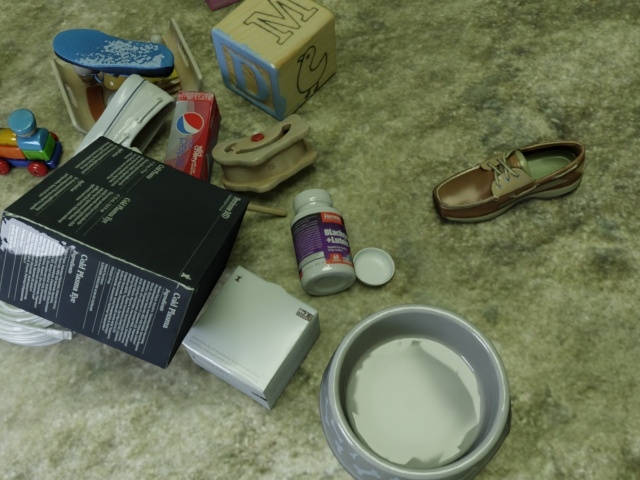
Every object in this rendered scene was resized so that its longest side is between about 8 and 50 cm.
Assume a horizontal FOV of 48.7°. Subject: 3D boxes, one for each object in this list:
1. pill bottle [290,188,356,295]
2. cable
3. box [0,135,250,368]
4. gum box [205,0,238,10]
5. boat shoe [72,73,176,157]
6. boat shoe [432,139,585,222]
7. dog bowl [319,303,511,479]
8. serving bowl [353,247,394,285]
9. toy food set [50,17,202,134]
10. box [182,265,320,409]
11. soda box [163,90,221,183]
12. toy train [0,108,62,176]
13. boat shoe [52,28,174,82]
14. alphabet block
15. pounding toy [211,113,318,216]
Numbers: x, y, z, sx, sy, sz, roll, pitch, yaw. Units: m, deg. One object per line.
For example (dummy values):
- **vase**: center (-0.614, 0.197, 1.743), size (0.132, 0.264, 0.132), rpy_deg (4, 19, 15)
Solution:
- **pill bottle**: center (0.000, 0.000, 1.385), size (0.108, 0.108, 0.193), rpy_deg (-10, 62, -3)
- **cable**: center (-0.545, 0.075, 1.368), size (0.257, 0.089, 0.257), rpy_deg (0, 69, 8)
- **box**: center (-0.331, 0.006, 1.236), size (0.312, 0.179, 0.343), rpy_deg (23, 30, -1)
- **gum box**: center (-0.206, -0.662, 1.760), size (0.188, 0.107, 0.062), rpy_deg (-25, 63, -11)
- **boat shoe**: center (-0.412, -0.165, 1.489), size (0.156, 0.136, 0.367), rpy_deg (27, 72, -1)
- **boat shoe**: center (0.385, -0.136, 1.434), size (0.324, 0.120, 0.122), rpy_deg (-17, 62, -7)
- **dog bowl**: center (0.168, 0.268, 1.235), size (0.348, 0.102, 0.349), rpy_deg (-1, 62, 2)
- **serving bowl**: center (0.102, 0.056, 1.392), size (0.083, 0.027, 0.083), rpy_deg (4, 58, -6)
- **toy food set**: center (-0.446, -0.389, 1.631), size (0.306, 0.092, 0.220), rpy_deg (-23, 62, -9)
- **box**: center (-0.121, 0.176, 1.289), size (0.181, 0.119, 0.182), rpy_deg (28, 66, 17)
- **soda box**: center (-0.276, -0.191, 1.513), size (0.083, 0.092, 0.263), rpy_deg (3, 62, 4)
- **toy train**: center (-0.702, -0.222, 1.523), size (0.248, 0.143, 0.105), rpy_deg (4, 61, 5)
- **boat shoe**: center (-0.452, -0.389, 1.551), size (0.258, 0.089, 0.109), rpy_deg (14, 73, -2)
- **alphabet block**: center (-0.098, -0.423, 1.579), size (0.193, 0.192, 0.197), rpy_deg (36, 70, 18)
- **pounding toy**: center (-0.126, -0.142, 1.493), size (0.269, 0.155, 0.154), rpy_deg (-35, 36, -25)
